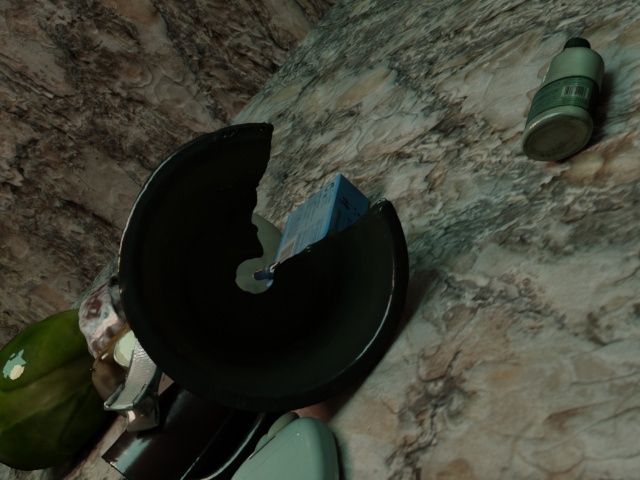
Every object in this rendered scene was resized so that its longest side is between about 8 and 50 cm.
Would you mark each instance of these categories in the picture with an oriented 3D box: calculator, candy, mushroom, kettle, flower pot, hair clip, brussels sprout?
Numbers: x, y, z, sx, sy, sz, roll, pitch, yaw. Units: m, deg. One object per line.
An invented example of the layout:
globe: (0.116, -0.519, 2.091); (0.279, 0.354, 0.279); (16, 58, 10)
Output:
calculator: (-0.052, 0.306, 0.988); (0.184, 0.042, 0.295); (-44, 19, 12)
candy: (-0.410, 0.184, 1.778); (0.157, 0.214, 0.289); (-43, 21, 6)
mushroom: (-0.212, 0.126, 1.520); (0.313, 0.224, 0.397); (-52, 6, 38)
kettle: (-0.175, 0.276, 1.196); (0.202, 0.144, 0.232); (15, 59, 50)
flower pot: (-0.092, 0.052, 1.166); (0.379, 0.379, 0.251); (-52, 5, -11)
hair clip: (-0.238, 0.173, 1.202); (0.159, 0.071, 0.218); (-9, 42, 12)
brussels sprout: (-0.592, 0.329, 1.829); (0.371, 0.276, 0.315); (-53, 4, -26)

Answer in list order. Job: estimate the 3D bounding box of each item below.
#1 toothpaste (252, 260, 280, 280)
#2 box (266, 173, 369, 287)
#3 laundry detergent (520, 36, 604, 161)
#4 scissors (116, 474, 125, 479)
toothpaste: (-0.090, 0.053, 1.374); (0.083, 0.019, 0.027); (-19, 59, 54)
box: (0.000, 0.000, 1.437); (0.143, 0.083, 0.232); (-39, 19, 28)
laundry detergent: (0.333, -0.204, 1.116); (0.099, 0.070, 0.225); (-38, 20, 46)
scissors: (-0.353, 0.421, 1.483); (0.189, 0.015, 0.100); (-48, 20, 4)
